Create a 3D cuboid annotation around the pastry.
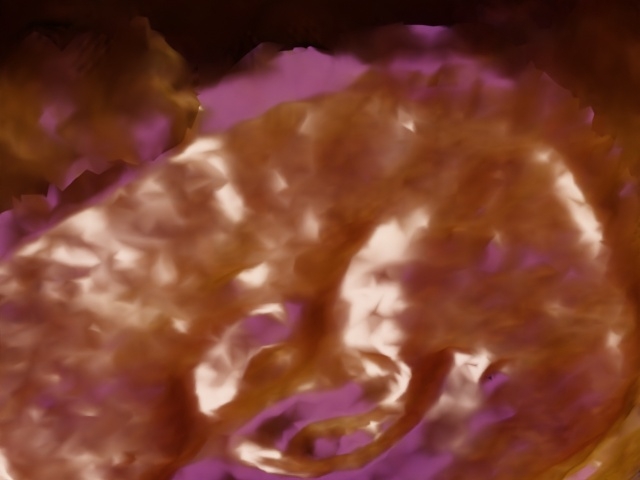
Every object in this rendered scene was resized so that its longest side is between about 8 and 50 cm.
[{"bbox_3d":[0.000,0.000,0.682,0.356,0.164,0.356,-9,132,-11],"label":"pastry"}]
